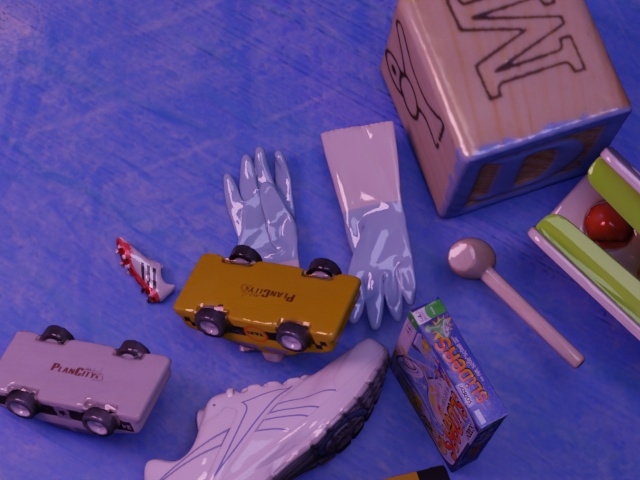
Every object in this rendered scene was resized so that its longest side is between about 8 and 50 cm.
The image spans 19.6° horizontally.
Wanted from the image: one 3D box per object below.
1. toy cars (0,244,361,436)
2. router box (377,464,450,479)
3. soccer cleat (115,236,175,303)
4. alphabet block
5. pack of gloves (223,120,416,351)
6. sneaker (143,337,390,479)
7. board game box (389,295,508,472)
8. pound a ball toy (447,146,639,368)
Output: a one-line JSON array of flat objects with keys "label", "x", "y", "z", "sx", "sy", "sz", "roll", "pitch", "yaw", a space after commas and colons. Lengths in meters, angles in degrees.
[{"label": "toy cars", "x": -0.143, "y": 0.117, "z": 1.902, "sx": 0.394, "sy": 0.087, "sz": 0.176, "roll": -22, "pitch": 45, "yaw": -3}, {"label": "router box", "x": 0.058, "y": 0.392, "z": 1.793, "sx": 0.243, "sy": 0.081, "sz": 0.308, "roll": -9, "pitch": 70, "yaw": -33}, {"label": "soccer cleat", "x": -0.187, "y": 0.028, "z": 1.975, "sx": 0.036, "sy": 0.029, "sz": 0.083, "roll": -31, "pitch": 79, "yaw": -23}, {"label": "alphabet block", "x": 0.192, "y": -0.164, "z": 1.986, "sx": 0.193, "sy": 0.192, "sz": 0.197, "roll": -17, "pitch": 74, "yaw": -12}, {"label": "pack of gloves", "x": 0.000, "y": 0.000, "z": 2.000, "sx": 0.195, "sy": 0.046, "sz": 0.232, "roll": -10, "pitch": 71, "yaw": 7}, {"label": "sneaker", "x": -0.053, "y": 0.190, "z": 1.890, "sx": 0.297, "sy": 0.111, "sz": 0.129, "roll": -39, "pitch": 69, "yaw": -18}, {"label": "board game box", "x": 0.125, "y": 0.148, "z": 1.864, "sx": 0.035, "sy": 0.201, "sz": 0.136, "roll": -27, "pitch": 74, "yaw": -13}, {"label": "pound a ball toy", "x": 0.319, "y": 0.051, "z": 1.969, "sx": 0.319, "sy": 0.136, "sz": 0.208, "roll": 43, "pitch": 101, "yaw": 9}]
